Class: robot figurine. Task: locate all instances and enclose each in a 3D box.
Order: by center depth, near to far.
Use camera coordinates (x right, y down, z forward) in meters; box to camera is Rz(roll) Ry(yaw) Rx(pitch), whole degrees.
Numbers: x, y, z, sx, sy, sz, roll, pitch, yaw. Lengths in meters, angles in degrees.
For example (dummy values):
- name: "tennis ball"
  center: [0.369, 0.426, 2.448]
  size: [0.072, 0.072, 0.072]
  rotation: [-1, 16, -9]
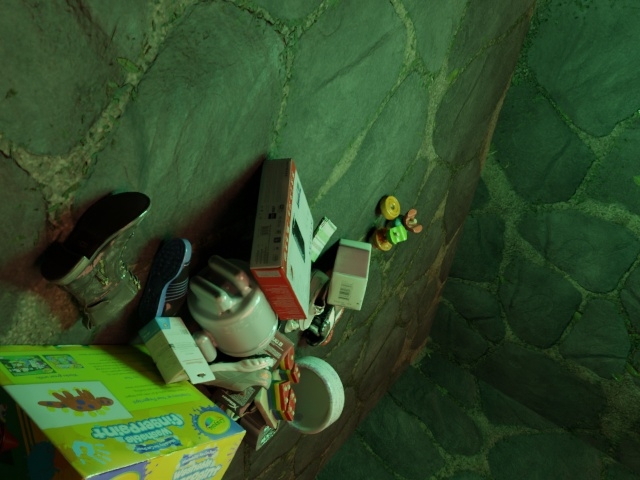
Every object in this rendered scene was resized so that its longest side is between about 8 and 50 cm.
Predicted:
- name: "robot figurine"
  center: [-0.230, 0.187, 1.397]
  size: [0.300, 0.199, 0.353]
  rotation: [-48, 151, -21]

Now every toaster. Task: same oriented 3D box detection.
- name: "toaster"
  center: [-0.230, 0.680, 1.972]
  size: [0.185, 0.110, 0.168]
  rotation: [-32, 145, -46]

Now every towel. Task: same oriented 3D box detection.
- name: "towel"
  center: [0.000, 0.000, 1.825]
  size: [0.152, 0.023, 0.113]
  rotation: [-58, 153, -6]

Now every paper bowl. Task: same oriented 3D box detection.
- name: "paper bowl"
  center: [-0.037, 0.602, 2.054]
  size: [0.148, 0.284, 0.284]
  rotation: [-3, 119, -60]

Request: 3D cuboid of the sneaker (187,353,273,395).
- name: "sneaker"
  center: [-0.263, 0.382, 1.439]
  size: [0.100, 0.271, 0.108]
  rotation: [137, -52, -80]

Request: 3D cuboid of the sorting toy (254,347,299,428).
- name: "sorting toy"
  center: [-0.141, 0.500, 1.845]
  size: [0.255, 0.089, 0.257]
  rotation: [78, 16, -50]

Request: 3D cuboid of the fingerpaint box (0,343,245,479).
- name: "fingerpaint box"
  center: [-0.430, 0.371, 1.033]
  size: [0.163, 0.371, 0.445]
  rotation: [-62, 154, 3]

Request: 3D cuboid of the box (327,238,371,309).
- name: "box"
  center: [0.108, 0.121, 1.915]
  size: [0.232, 0.126, 0.149]
  rotation: [-75, 175, -58]

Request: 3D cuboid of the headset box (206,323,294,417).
- name: "headset box"
  center: [-0.213, 0.382, 1.616]
  size: [0.293, 0.110, 0.218]
  rotation: [-52, -173, -17]

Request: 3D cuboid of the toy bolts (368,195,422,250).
- name: "toy bolts"
  center: [0.295, -0.077, 2.210]
  size: [0.228, 0.158, 0.218]
  rotation: [-15, 89, -43]

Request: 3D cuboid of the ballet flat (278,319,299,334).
- name: "ballet flat"
  center: [-0.100, 0.272, 1.862]
  size: [0.203, 0.074, 0.074]
  rotation: [-62, 154, 2]

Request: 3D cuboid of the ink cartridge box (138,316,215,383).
- name: "ink cartridge box"
  center: [-0.333, 0.268, 1.207]
  size: [0.060, 0.180, 0.104]
  rotation: [-39, 161, 10]

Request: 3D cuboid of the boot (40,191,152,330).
- name: "boot"
  center: [-0.424, 0.044, 1.065]
  size: [0.263, 0.091, 0.229]
  rotation: [-46, 156, -20]

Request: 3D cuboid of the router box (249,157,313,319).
- name: "router box"
  center: [-0.093, 0.002, 1.405]
  size: [0.301, 0.082, 0.335]
  rotation: [71, 18, -57]

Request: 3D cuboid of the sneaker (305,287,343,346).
- name: "sneaker"
  center: [0.012, 0.310, 2.064]
  size: [0.135, 0.097, 0.276]
  rotation: [-15, 129, -59]

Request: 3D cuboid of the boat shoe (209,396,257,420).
- name: "boat shoe"
  center: [-0.252, 0.548, 1.806]
  size: [0.302, 0.103, 0.113]
  rotation: [-19, 119, -56]

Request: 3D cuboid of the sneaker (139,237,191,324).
- name: "sneaker"
  center: [-0.352, 0.094, 1.236]
  size: [0.232, 0.081, 0.090]
  rotation: [-61, 157, 16]

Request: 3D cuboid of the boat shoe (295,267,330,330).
- name: "boat shoe"
  center: [-0.025, 0.234, 1.936]
  size: [0.096, 0.088, 0.267]
  rotation: [-16, 129, -56]
